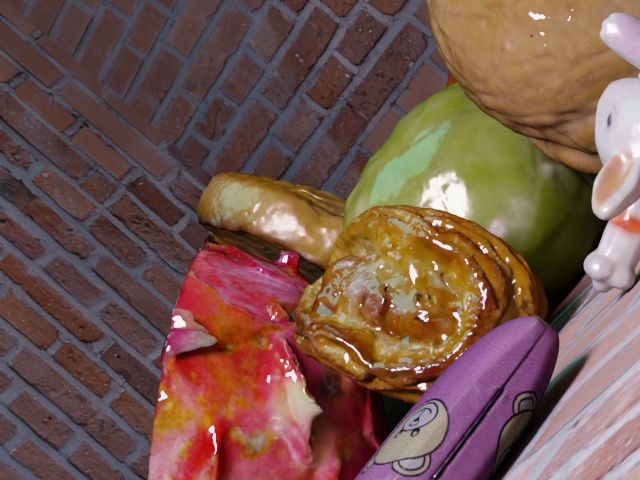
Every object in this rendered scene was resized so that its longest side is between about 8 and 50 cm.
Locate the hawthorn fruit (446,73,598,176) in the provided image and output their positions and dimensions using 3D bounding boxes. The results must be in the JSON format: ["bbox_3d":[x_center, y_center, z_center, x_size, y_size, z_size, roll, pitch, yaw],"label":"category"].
[{"bbox_3d":[0.312,-0.198,2.203,0.287,0.287,0.330,-49,4,-30],"label":"hawthorn fruit"}]

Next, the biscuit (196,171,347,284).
[{"bbox_3d":[0.000,0.000,2.080,0.296,0.296,0.102,110,-175,-84],"label":"biscuit"}]

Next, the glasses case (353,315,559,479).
[{"bbox_3d":[0.068,0.176,1.288,0.316,0.076,0.123,-49,-2,-28],"label":"glasses case"}]

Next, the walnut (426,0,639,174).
[{"bbox_3d":[0.252,-0.212,1.646,0.333,0.333,0.333,-50,-2,-2],"label":"walnut"}]

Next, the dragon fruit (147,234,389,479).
[{"bbox_3d":[-0.047,0.186,1.875,0.386,0.249,0.371,84,-166,-67],"label":"dragon fruit"}]

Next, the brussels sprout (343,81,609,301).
[{"bbox_3d":[0.164,-0.031,1.856,0.316,0.242,0.274,-40,-11,-49],"label":"brussels sprout"}]

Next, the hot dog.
[{"bbox_3d":[0.071,0.056,1.648,0.114,0.259,0.175,33,-103,-46],"label":"hot dog"}]

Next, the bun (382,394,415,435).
[{"bbox_3d":[0.020,0.191,2.194,0.293,0.187,0.293,-50,2,3],"label":"bun"}]

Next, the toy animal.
[{"bbox_3d":[0.266,-0.104,1.381,0.282,0.138,0.140,-46,-33,10],"label":"toy animal"}]
